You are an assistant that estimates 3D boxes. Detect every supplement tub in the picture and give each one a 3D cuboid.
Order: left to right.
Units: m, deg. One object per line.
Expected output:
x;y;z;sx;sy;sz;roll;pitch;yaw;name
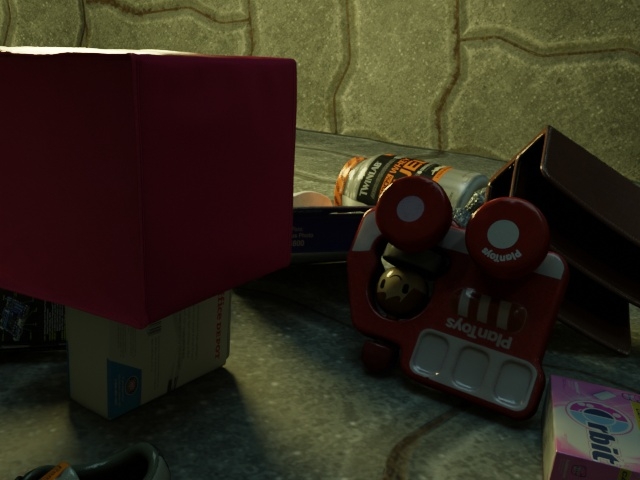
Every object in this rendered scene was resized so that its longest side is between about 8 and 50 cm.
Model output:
0.199;-0.080;1.470;0.316;0.194;0.193;17;20;33;supplement tub

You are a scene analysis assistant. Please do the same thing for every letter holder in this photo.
0.409;0.009;1.030;0.302;0.152;0.214;32;47;-9;letter holder

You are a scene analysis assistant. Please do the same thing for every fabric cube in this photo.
-0.202;-0.081;0.746;0.259;0.254;0.258;11;19;28;fabric cube

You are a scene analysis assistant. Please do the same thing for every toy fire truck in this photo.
0.166;0.072;0.891;0.302;0.254;0.169;16;-14;26;toy fire truck

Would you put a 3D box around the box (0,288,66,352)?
-0.359;0.049;0.880;0.184;0.191;0.045;-2;-17;-17;box

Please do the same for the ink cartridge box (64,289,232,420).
-0.200;0.107;0.805;0.082;0.140;0.190;14;18;31;ink cartridge box

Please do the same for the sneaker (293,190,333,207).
-0.077;-0.078;1.585;0.212;0.080;0.094;-2;7;-20;sneaker

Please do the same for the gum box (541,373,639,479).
0.304;0.220;0.737;0.107;0.062;0.188;11;18;14;gum box

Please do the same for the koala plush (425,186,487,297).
0.300;0.059;1.143;0.221;0.203;0.196;35;35;17;koala plush

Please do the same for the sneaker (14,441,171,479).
-0.229;0.220;0.480;0.271;0.108;0.100;-12;26;-42;sneaker

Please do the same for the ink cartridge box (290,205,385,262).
0.000;0.000;1.149;0.324;0.071;0.330;-2;-5;-25;ink cartridge box
